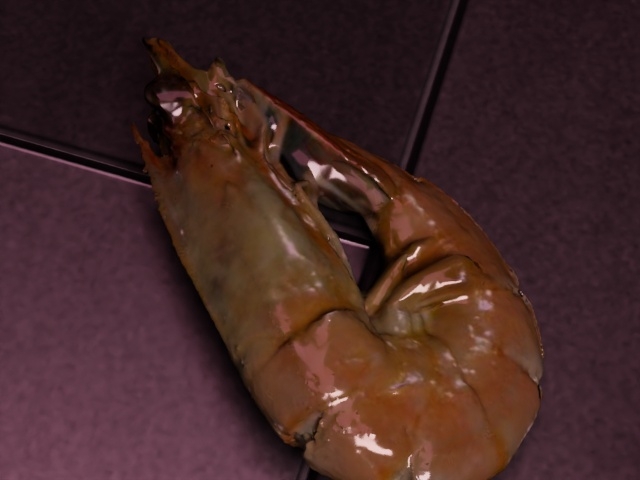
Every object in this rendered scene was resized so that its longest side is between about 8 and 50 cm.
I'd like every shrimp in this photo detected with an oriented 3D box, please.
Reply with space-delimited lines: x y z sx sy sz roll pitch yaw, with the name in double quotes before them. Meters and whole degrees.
"shrimp" 0.000 0.000 0.857 0.145 0.061 0.267 -30 65 -25
